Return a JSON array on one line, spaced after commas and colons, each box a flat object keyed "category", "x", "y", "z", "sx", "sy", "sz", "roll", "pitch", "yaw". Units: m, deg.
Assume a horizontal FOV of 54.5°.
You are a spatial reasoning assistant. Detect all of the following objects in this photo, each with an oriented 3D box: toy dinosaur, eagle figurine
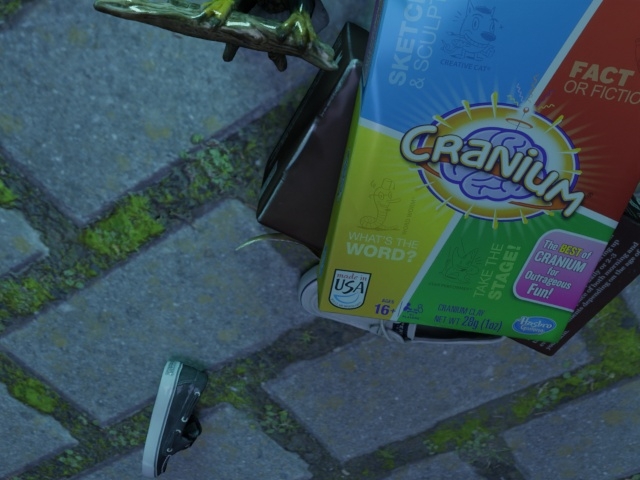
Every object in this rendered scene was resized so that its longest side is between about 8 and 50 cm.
[{"category": "toy dinosaur", "x": 0.000, "y": 0.000, "z": 0.720, "sx": 0.183, "sy": 0.093, "sz": 0.053, "roll": 19, "pitch": 122, "yaw": -12}, {"category": "eagle figurine", "x": -0.018, "y": -0.295, "z": 0.493, "sx": 0.226, "sy": 0.225, "sz": 0.299, "roll": 6, "pitch": 98, "yaw": -51}]

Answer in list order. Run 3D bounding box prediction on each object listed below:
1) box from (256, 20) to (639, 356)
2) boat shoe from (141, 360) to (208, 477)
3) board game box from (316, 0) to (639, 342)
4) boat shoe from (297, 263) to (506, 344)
[{"category": "box", "x": 0.144, "y": -0.043, "z": 0.664, "sx": 0.381, "sy": 0.143, "sz": 0.191, "roll": 25, "pitch": 121, "yaw": -17}, {"category": "boat shoe", "x": -0.213, "y": 0.275, "z": 0.927, "sx": 0.076, "sy": 0.080, "sz": 0.229, "roll": 15, "pitch": 116, "yaw": -7}, {"category": "board game box", "x": 0.139, "y": -0.063, "z": 0.531, "sx": 0.242, "sy": 0.064, "sz": 0.317, "roll": 8, "pitch": 123, "yaw": -5}, {"category": "boat shoe", "x": 0.104, "y": 0.087, "z": 0.781, "sx": 0.267, "sy": 0.088, "sz": 0.096, "roll": 8, "pitch": 124, "yaw": -5}]
